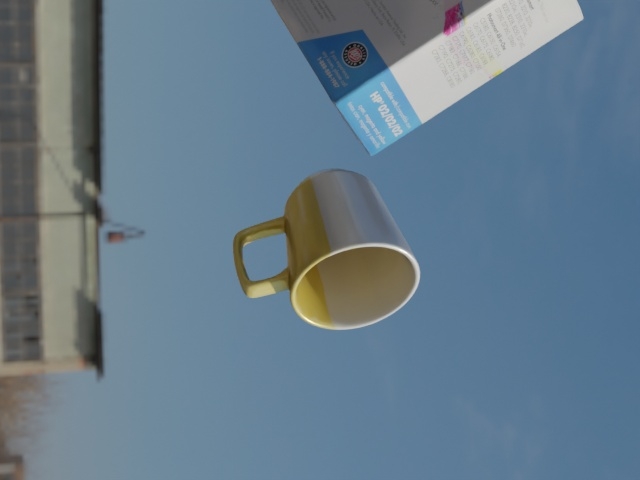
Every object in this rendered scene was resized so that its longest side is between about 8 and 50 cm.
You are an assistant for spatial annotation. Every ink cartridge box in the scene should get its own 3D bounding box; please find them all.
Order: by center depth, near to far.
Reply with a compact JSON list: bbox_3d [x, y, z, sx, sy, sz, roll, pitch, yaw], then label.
[{"bbox_3d":[0.074,-0.144,0.747,0.104,0.181,0.061,61,7,36],"label":"ink cartridge box"}]

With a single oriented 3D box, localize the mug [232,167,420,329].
[{"bbox_3d":[0.003,-0.002,0.633,0.062,0.078,0.064,-56,-144,38],"label":"mug"}]
